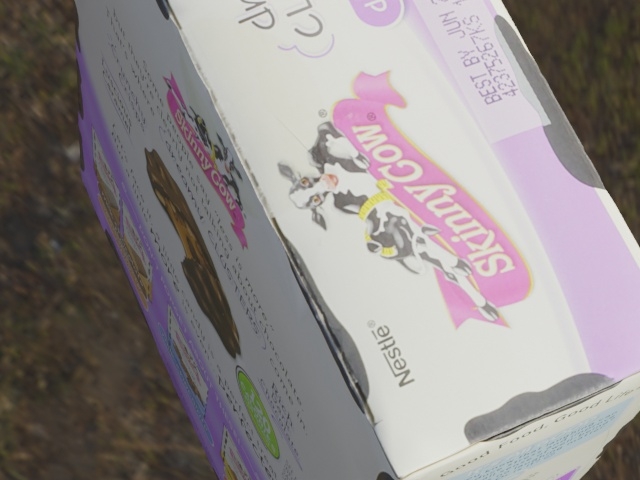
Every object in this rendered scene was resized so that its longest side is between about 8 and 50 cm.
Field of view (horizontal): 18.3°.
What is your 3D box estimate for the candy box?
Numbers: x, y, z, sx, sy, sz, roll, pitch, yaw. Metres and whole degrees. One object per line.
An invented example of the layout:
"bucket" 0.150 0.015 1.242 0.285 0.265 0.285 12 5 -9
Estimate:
"candy box" 0.000 0.000 0.491 0.070 0.196 0.164 -22 73 -14
